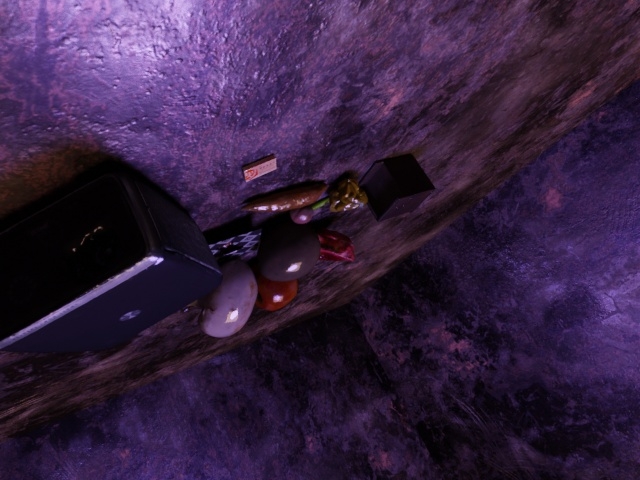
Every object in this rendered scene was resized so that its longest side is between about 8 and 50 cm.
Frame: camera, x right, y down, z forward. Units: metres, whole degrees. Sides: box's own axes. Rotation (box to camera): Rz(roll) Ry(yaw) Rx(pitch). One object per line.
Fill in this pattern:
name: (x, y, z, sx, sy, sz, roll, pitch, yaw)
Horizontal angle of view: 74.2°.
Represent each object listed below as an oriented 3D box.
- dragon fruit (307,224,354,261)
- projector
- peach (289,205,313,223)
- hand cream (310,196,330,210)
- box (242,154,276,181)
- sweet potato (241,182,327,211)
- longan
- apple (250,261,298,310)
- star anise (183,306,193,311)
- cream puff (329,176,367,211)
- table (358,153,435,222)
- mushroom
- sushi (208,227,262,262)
dragon fruit: (0.000, 0.000, 1.739, 0.261, 0.134, 0.211, 2, 165, 33)
projector: (-0.484, 0.070, 0.987, 0.395, 0.242, 0.405, -31, 165, -1)
peach: (-0.066, -0.094, 1.452, 0.083, 0.083, 0.083, -26, 163, -9)
hand cream: (-0.009, -0.131, 1.541, 0.121, 0.023, 0.036, -28, 160, -15)
box: (-0.162, -0.192, 1.127, 0.093, 0.015, 0.058, -26, 165, -14)
sweet potato: (-0.101, -0.125, 1.335, 0.314, 0.066, 0.072, -19, 120, -26)
longan: (-0.118, 0.045, 1.529, 0.248, 0.248, 0.248, -26, 163, -9)
apple: (-0.201, 0.177, 1.792, 0.229, 0.230, 0.230, -26, 163, -9)
star anise: (-0.471, 0.213, 1.690, 0.190, 0.070, 0.097, -36, 177, -21)
cream puff: (0.092, -0.160, 1.487, 0.146, 0.117, 0.146, -9, -174, 1)
table: (0.272, -0.190, 1.566, 0.193, 0.169, 0.172, -18, 160, -34)
mushroom: (-0.378, 0.188, 1.529, 0.289, 0.298, 0.297, 20, 145, -12)
sushi: (-0.320, 0.013, 1.416, 0.231, 0.047, 0.220, -19, 165, -18)
